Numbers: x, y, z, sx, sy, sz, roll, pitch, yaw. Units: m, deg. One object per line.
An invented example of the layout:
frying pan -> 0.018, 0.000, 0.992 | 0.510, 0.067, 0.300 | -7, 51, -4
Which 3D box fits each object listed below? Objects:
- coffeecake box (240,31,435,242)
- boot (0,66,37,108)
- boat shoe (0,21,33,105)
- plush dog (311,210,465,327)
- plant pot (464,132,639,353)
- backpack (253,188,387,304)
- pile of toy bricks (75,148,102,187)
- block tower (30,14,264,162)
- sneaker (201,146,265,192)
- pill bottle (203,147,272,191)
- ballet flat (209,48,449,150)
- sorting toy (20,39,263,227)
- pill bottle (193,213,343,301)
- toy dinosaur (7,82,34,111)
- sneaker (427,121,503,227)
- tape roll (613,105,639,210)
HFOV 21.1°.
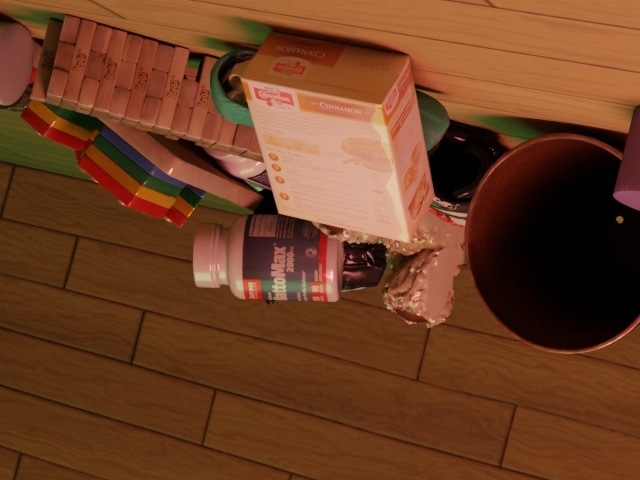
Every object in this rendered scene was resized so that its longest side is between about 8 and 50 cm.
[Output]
coffeecake box -> 0.019, -0.095, 1.596 | 0.142, 0.068, 0.185 | 13, 143, 23
boot -> -0.433, -0.223, 2.135 | 0.176, 0.088, 0.244 | -19, 163, -21
boat shoe -> -0.401, -0.199, 1.892 | 0.088, 0.096, 0.267 | 15, -167, 14
plush dog -> 0.087, -0.057, 2.088 | 0.262, 0.210, 0.225 | 48, 174, -33
plant pot -> 0.297, -0.003, 1.767 | 0.215, 0.215, 0.230 | 12, -170, 32
backpack -> 0.000, 0.000, 2.255 | 0.182, 0.152, 0.115 | 4, -157, -5
pile of toy bricks -> -0.350, -0.138, 2.816 | 0.212, 0.105, 0.118 | 11, 175, 38
block tower -> -0.138, -0.153, 1.847 | 0.335, 0.091, 0.097 | 14, 176, -9
sneaker -> -0.095, -0.105, 2.299 | 0.292, 0.108, 0.169 | 15, 180, 17
pill bottle -> -0.076, -0.117, 2.119 | 0.094, 0.094, 0.169 | 12, 176, 30
ballet flat -> 0.000, -0.136, 1.675 | 0.247, 0.083, 0.087 | 11, 162, 19
sorting toy -> -0.232, -0.112, 2.099 | 0.257, 0.089, 0.255 | 38, -174, 22
pill bottle -> -0.064, 0.021, 2.145 | 0.180, 0.108, 0.108 | 1, 175, 5
toy dinosaur -> -0.433, -0.208, 2.456 | 0.118, 0.064, 0.268 | 5, 176, 24
sneaker -> 0.162, -0.068, 1.896 | 0.276, 0.097, 0.135 | 19, 177, -40
tape roll -> 0.354, -0.055, 1.488 | 0.189, 0.080, 0.189 | 13, 176, 1
